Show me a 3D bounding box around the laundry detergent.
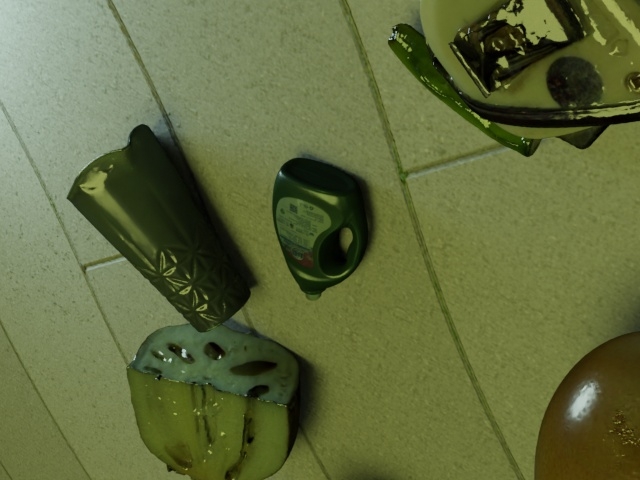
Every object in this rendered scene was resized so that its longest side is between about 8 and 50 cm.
[{"bbox_3d":[0.000,0.000,1.404,0.137,0.063,0.211,20,132,23],"label":"laundry detergent"}]

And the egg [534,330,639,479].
[{"bbox_3d":[0.365,0.260,1.091,0.282,0.282,0.351,1,118,42],"label":"egg"}]

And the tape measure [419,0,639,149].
[{"bbox_3d":[0.223,-0.185,1.001,0.271,0.133,0.231,47,140,0],"label":"tape measure"}]

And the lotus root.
[{"bbox_3d":[-0.147,0.273,1.697,0.266,0.149,0.260,11,133,15],"label":"lotus root"}]

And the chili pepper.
[{"bbox_3d":[0.155,-0.162,1.143,0.201,0.050,0.052,40,123,8],"label":"chili pepper"}]

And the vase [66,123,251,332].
[{"bbox_3d":[-0.234,-0.008,1.566,0.301,0.156,0.251,53,156,-12],"label":"vase"}]
